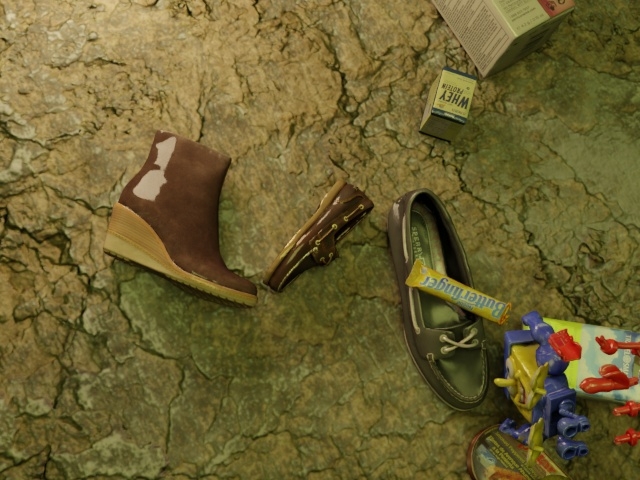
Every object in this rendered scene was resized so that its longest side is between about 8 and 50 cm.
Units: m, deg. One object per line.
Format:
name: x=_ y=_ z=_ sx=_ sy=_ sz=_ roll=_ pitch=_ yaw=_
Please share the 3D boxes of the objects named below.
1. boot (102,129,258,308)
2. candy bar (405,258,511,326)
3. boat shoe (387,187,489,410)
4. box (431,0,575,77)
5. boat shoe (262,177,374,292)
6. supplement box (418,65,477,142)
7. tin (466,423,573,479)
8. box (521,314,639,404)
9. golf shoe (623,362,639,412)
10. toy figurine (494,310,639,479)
boot: x=-0.171 y=-0.032 z=1.234 sx=0.248 sy=0.090 sz=0.207 roll=24 pitch=76 yaw=2
candy bar: x=0.198 y=0.076 z=1.213 sx=0.161 sy=0.018 sz=0.040 roll=25 pitch=76 yaw=-7
boat shoe: x=0.174 y=0.084 z=1.253 sx=0.112 sy=0.095 sz=0.335 roll=-13 pitch=78 yaw=-11
box: x=0.270 y=-0.406 z=1.365 sx=0.126 sy=0.148 sz=0.232 roll=-30 pitch=82 yaw=-15
boat shoe: x=0.000 y=0.000 z=1.261 sx=0.073 sy=0.073 sz=0.207 roll=38 pitch=74 yaw=4
supplement box: x=0.199 y=-0.212 z=1.338 sx=0.056 sy=0.083 sz=0.083 roll=17 pitch=74 yaw=-4
tin: x=0.294 y=0.350 z=1.235 sx=0.106 sy=0.040 sz=0.190 roll=-42 pitch=84 yaw=-12
box: x=0.384 y=0.178 z=1.265 sx=0.178 sy=0.042 sz=0.109 roll=8 pitch=74 yaw=10
golf shoe: x=0.502 y=0.238 z=1.268 sx=0.176 sy=0.086 sz=0.069 roll=44 pitch=76 yaw=6
toy figurine: x=0.332 y=0.220 z=1.179 sx=0.191 sy=0.217 sz=0.363 roll=-12 pitch=122 yaw=-7
